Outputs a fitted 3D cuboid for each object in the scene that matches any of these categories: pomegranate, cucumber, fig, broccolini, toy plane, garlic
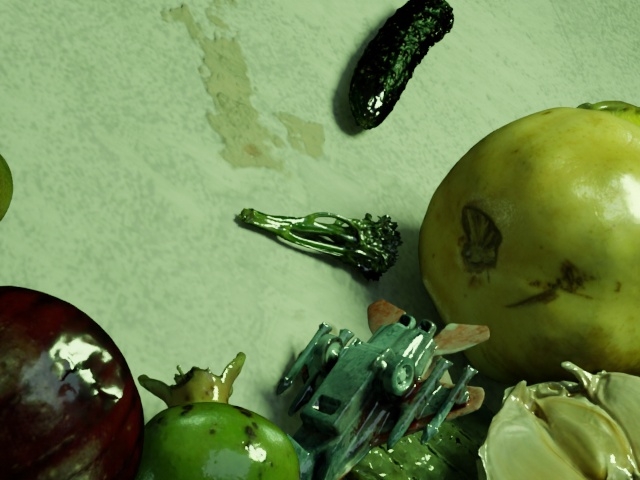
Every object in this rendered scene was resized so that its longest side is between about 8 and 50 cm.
[{"bbox_3d":[-0.102,0.194,1.140,0.156,0.156,0.220,28,12,-25],"label":"pomegranate"},{"bbox_3d":[0.096,-0.236,1.715,0.081,0.072,0.303,45,39,-7],"label":"cucumber"},{"bbox_3d":[0.280,0.014,1.492,0.333,0.332,0.332,25,45,-28],"label":"pomegranate"},{"bbox_3d":[-0.249,0.158,0.985,0.203,0.186,0.249,58,43,-19],"label":"fig"},{"bbox_3d":[0.006,-0.010,1.455,0.201,0.058,0.074,16,42,-36],"label":"broccolini"},{"bbox_3d":[0.019,0.172,1.256,0.326,0.223,0.104,-41,129,-36],"label":"toy plane"},{"bbox_3d":[0.269,0.232,1.349,0.229,0.142,0.178,-20,46,-8],"label":"garlic"}]

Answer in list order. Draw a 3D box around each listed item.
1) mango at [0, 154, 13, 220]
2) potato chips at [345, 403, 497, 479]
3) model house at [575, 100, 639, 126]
[{"bbox_3d":[-0.354,-0.037,1.092,0.133,0.111,0.267,43,32,10],"label":"mango"},{"bbox_3d":[0.192,0.333,1.346,0.429,0.070,0.358,39,38,-14],"label":"potato chips"},{"bbox_3d":[0.397,-0.049,1.768,0.193,0.175,0.234,-2,58,-45],"label":"model house"}]
